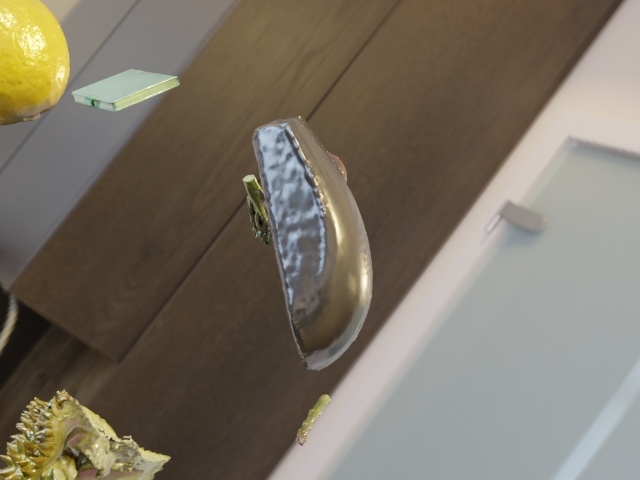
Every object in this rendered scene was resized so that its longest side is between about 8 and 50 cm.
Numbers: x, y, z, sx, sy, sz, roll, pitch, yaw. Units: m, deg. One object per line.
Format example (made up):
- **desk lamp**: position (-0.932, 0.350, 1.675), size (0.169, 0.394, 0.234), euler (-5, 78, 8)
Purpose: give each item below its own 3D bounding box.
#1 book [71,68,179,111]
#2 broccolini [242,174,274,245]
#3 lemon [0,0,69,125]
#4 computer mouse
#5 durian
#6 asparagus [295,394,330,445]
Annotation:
- **book**: position (-0.262, -0.199, 1.293), size (0.135, 0.103, 0.017), euler (20, -49, 51)
- **broccolini**: position (-0.107, -0.049, 1.808), size (0.091, 0.068, 0.202), euler (-1, -22, 20)
- **lemon**: position (-0.560, -0.309, 1.727), size (0.240, 0.240, 0.219), euler (112, -47, -84)
- **computer mouse**: position (0.000, 0.000, 1.046), size (0.170, 0.100, 0.269), euler (85, -7, -80)
- **durian**: position (-0.307, 0.276, 1.211), size (0.167, 0.172, 0.306), euler (1, -31, 8)
- **asparagus**: position (-0.015, 0.319, 1.744), size (0.024, 0.025, 0.248), euler (28, 12, 6)
